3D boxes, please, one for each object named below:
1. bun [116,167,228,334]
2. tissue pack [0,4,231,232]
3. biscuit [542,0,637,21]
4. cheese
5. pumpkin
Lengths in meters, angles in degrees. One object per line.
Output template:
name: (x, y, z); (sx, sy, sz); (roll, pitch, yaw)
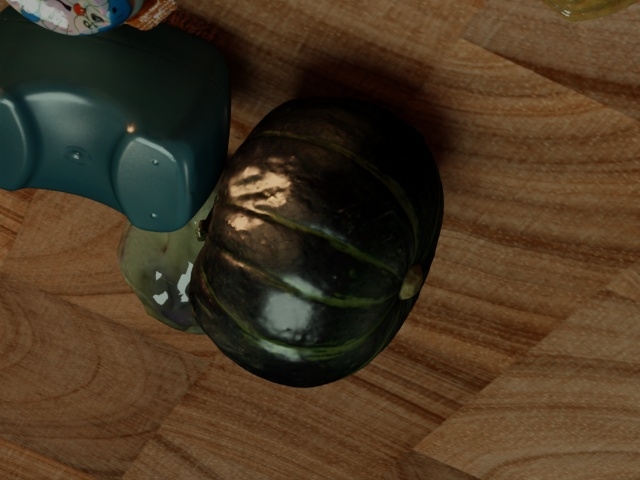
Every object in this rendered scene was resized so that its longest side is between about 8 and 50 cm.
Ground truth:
bun: (-0.125, 0.028, 2.326); (0.272, 0.168, 0.273); (9, 147, 6)
tissue pack: (-0.237, -0.151, 2.055); (0.287, 0.206, 0.198); (14, 142, 7)
biscuit: (0.194, -0.237, 1.420); (0.141, 0.029, 0.221); (11, 151, 16)
cheese: (-0.289, -0.311, 1.870); (0.329, 0.129, 0.217); (34, 147, -23)
pumpkin: (0.000, 0.000, 2.039); (0.241, 0.323, 0.323); (28, 153, 9)
